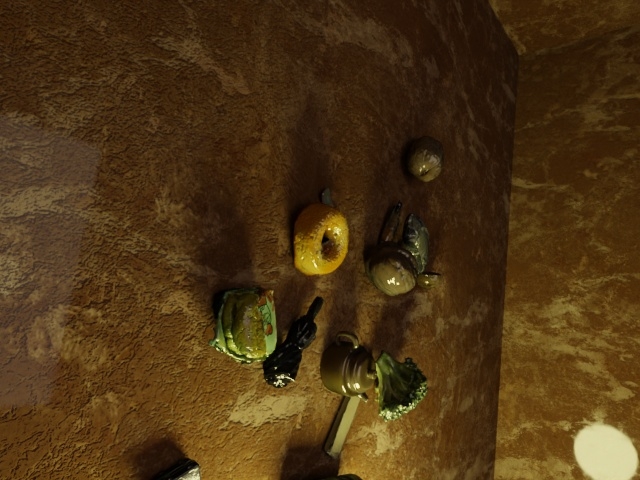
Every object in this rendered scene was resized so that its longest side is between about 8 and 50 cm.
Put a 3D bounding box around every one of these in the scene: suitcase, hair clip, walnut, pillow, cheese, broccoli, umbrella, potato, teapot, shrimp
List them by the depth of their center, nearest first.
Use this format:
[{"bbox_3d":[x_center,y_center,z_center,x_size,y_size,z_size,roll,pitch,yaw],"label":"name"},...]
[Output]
[{"bbox_3d":[-0.352,0.599,1.071,0.126,0.059,0.086,-13,101,-49],"label":"suitcase"},{"bbox_3d":[-0.072,0.309,1.388,0.118,0.118,0.340,60,42,-31],"label":"umbrella"},{"bbox_3d":[0.118,0.444,1.546,0.185,0.175,0.268,-26,109,-49],"label":"teapot"},{"bbox_3d":[0.035,-0.121,1.562,0.054,0.022,0.137,-48,125,-40],"label":"hair clip"},{"bbox_3d":[0.115,0.610,1.652,0.085,0.034,0.400,55,51,-40],"label":"cheese"},{"bbox_3d":[0.276,0.109,1.721,0.224,0.224,0.224,0,90,-50],"label":"walnut"},{"bbox_3d":[0.286,0.566,1.742,0.248,0.245,0.288,-43,168,1],"label":"broccoli"},{"bbox_3d":[0.327,-0.029,1.899,0.198,0.051,0.262,42,61,-50],"label":"shrimp"},{"bbox_3d":[0.426,0.021,1.948,0.161,0.092,0.335,-64,148,-28],"label":"pillow"},{"bbox_3d":[0.477,-0.380,1.988,0.178,0.178,0.230,53,46,-35],"label":"walnut"},{"bbox_3d":[0.529,0.199,2.100,0.172,0.100,0.089,5,91,-53],"label":"potato"}]

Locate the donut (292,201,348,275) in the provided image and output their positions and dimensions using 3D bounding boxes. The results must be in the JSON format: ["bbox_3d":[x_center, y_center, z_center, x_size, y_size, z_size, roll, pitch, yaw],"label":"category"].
[{"bbox_3d":[0.001,-0.003,1.462,0.253,0.118,0.253,-28,126,-48],"label":"donut"}]

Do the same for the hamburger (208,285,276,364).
[{"bbox_3d":[-0.206,0.232,1.190,0.235,0.125,0.214,5,76,-64],"label":"hamburger"}]

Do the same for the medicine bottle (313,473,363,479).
[{"bbox_3d":[0.016,0.865,1.439,0.322,0.151,0.151,25,71,-47],"label":"medicine bottle"}]
